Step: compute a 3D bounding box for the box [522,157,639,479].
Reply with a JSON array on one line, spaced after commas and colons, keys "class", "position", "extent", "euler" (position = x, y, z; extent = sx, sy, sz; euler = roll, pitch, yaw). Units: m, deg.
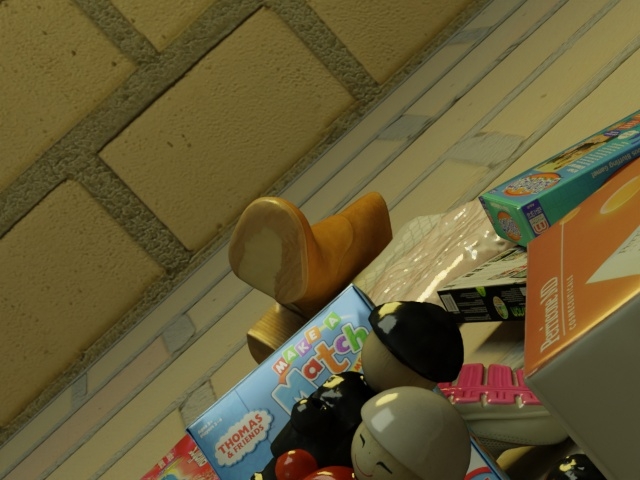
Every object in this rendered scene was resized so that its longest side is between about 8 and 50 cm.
[{"class": "box", "position": [0.287, -0.009, 0.885], "extent": [0.345, 0.168, 0.215], "euler": [-40, 9, 17]}]

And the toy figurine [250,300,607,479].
[{"class": "toy figurine", "position": [0.073, 0.150, 0.913], "extent": [0.148, 0.209, 0.213], "euler": [-52, 6, 13]}]

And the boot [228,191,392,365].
[{"class": "boot", "position": [0.001, 0.001, 1.957], "extent": [0.211, 0.104, 0.295], "euler": [-44, -25, -31]}]

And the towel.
[{"class": "towel", "position": [0.073, 0.073, 1.801], "extent": [0.332, 0.053, 0.317], "euler": [-46, 10, -18]}]

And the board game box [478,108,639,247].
[{"class": "board game box", "position": [0.254, -0.063, 1.526], "extent": [0.210, 0.047, 0.160], "euler": [-28, 8, -3]}]

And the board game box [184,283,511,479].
[{"class": "board game box", "position": [0.025, 0.158, 1.172], "extent": [0.160, 0.211, 0.039], "euler": [-41, -30, 6]}]

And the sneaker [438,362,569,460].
[{"class": "sneaker", "position": [0.069, 0.163, 1.253], "extent": [0.252, 0.111, 0.103], "euler": [-15, 6, 20]}]

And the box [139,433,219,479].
[{"class": "box", "position": [-0.083, 0.243, 1.425], "extent": [0.128, 0.122, 0.257], "euler": [-44, 9, -7]}]

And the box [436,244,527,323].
[{"class": "box", "position": [0.187, 0.028, 1.476], "extent": [0.114, 0.036, 0.207], "euler": [-29, 5, -16]}]
